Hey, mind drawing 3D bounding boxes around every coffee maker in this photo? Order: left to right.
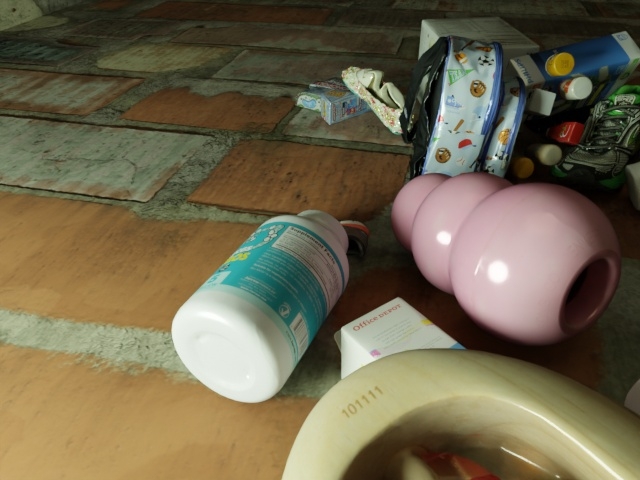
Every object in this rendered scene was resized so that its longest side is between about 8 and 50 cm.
[{"bbox_3d":[0.573,-0.301,1.240,0.178,0.120,0.171,-8,62,-8],"label":"coffee maker"}]

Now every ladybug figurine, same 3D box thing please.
[{"bbox_3d":[0.145,0.259,0.359,0.305,0.162,0.449,-31,37,-10],"label":"ladybug figurine"}]

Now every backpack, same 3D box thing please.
[{"bbox_3d":[0.265,-0.239,1.009,0.213,0.263,0.276,2,34,3],"label":"backpack"}]

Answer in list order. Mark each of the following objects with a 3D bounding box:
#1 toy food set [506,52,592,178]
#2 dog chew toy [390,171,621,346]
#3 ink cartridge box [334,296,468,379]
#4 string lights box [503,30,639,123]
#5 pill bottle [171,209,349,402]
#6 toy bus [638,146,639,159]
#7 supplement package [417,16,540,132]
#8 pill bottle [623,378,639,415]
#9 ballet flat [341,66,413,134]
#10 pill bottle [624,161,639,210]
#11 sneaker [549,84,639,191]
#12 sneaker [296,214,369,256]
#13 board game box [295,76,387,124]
[{"bbox_3d":[0.425,-0.228,1.027,0.111,0.232,0.104,12,10,-6],"label":"toy food set"},{"bbox_3d":[0.223,0.000,0.740,0.207,0.206,0.332,-19,31,-24],"label":"dog chew toy"},{"bbox_3d":[0.091,0.142,0.621,0.092,0.090,0.143,-22,39,-27],"label":"ink cartridge box"},{"bbox_3d":[0.497,-0.327,1.105,0.260,0.133,0.076,-16,65,-8],"label":"string lights box"},{"bbox_3d":[-0.055,0.063,0.688,0.146,0.146,0.264,14,37,20],"label":"pill bottle"},{"bbox_3d":[0.709,-0.221,1.052,0.149,0.220,0.211,19,18,12],"label":"toy bus"},{"bbox_3d":[0.355,-0.395,1.282,0.198,0.199,0.262,-3,35,-3],"label":"supplement package"},{"bbox_3d":[0.368,0.235,0.422,0.160,0.160,0.283,0,35,1],"label":"pill bottle"},{"bbox_3d":[0.141,-0.349,1.263,0.091,0.077,0.241,-25,63,-30],"label":"ballet flat"},{"bbox_3d":[0.649,-0.117,0.920,0.215,0.117,0.117,-14,31,20],"label":"pill bottle"},{"bbox_3d":[0.553,-0.207,1.057,0.134,0.146,0.343,21,44,28],"label":"sneaker"},{"bbox_3d":[0.000,0.000,0.854,0.158,0.061,0.065,0,42,2],"label":"sneaker"},{"bbox_3d":[0.040,-0.360,1.361,0.194,0.060,0.194,23,41,29],"label":"board game box"}]
